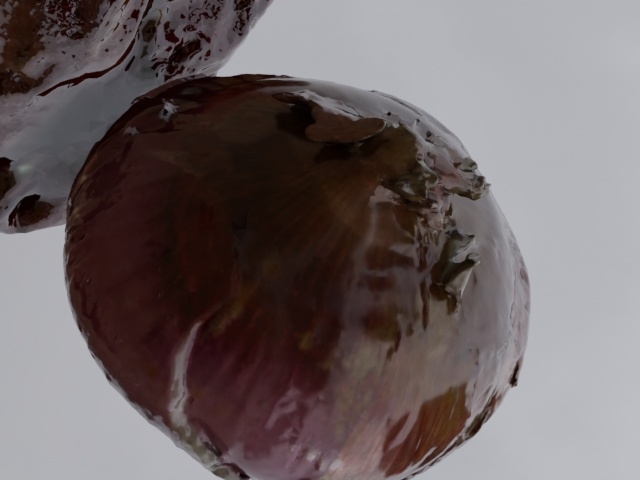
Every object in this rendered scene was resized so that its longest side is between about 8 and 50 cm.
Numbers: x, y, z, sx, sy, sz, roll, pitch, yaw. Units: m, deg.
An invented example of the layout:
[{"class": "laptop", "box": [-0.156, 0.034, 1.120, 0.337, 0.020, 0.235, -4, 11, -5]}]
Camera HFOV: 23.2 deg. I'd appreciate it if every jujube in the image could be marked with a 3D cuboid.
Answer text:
[{"class": "jujube", "box": [-0.167, -0.189, 1.008, 0.377, 0.276, 0.276, -61, -148, 21]}]

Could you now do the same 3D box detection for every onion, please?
[{"class": "onion", "box": [0.000, 0.000, 0.705, 0.163, 0.230, 0.230, 121, -29, -52]}]
